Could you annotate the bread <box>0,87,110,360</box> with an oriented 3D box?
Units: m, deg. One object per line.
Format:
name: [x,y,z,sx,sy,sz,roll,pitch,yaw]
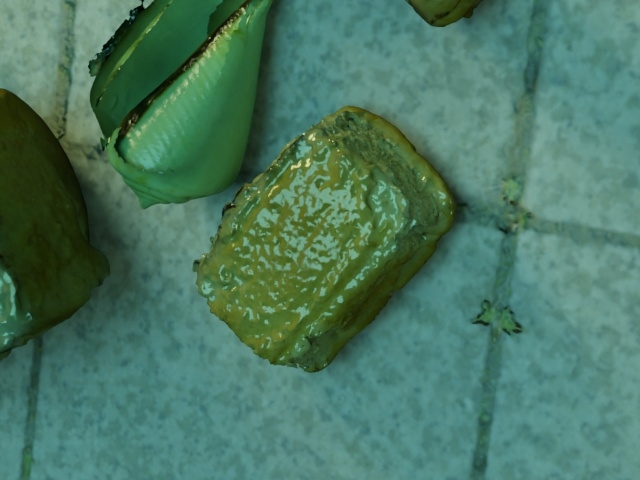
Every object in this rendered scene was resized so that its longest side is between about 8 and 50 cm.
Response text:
bread: [-0.403,0.024,1.803,0.395,0.264,0.239,-27,95,26]

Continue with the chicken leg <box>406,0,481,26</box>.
chicken leg: [0.087,-0.273,1.625,0.085,0.101,0.207,-44,55,19]

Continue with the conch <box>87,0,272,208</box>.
conch: [-0.134,-0.153,1.709,0.143,0.137,0.250,9,97,26]

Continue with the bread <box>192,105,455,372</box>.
bread: [0.000,0.000,1.666,0.174,0.121,0.245,42,107,8]
